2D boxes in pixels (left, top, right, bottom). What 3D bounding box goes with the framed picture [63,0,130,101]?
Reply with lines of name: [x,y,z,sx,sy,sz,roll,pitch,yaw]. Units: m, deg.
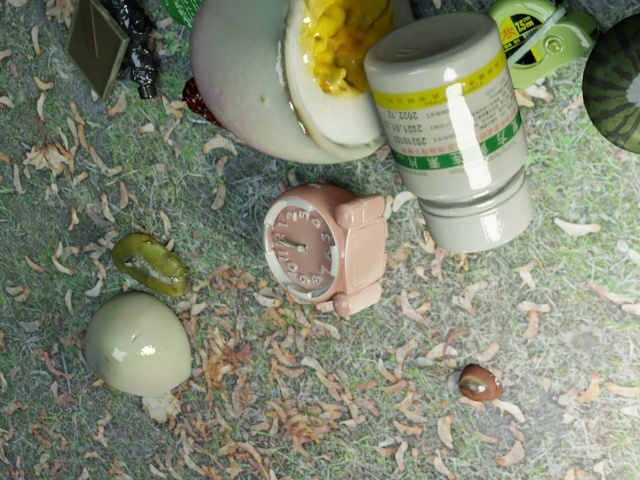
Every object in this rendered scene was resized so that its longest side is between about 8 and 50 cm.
framed picture: [-0.455,-0.393,1.904,0.150,0.015,0.203,50,143,9]

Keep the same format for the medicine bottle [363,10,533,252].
medicine bottle: [0.213,-0.165,1.483,0.208,0.208,0.340,-3,124,31]

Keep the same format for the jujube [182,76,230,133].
jujube: [-0.191,-0.265,1.788,0.166,0.104,0.104,28,120,21]

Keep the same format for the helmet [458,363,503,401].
helmet: [0.288,0.269,1.729,0.084,0.049,0.065,31,119,18]

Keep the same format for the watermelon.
watermelon: [0.478,-0.225,1.345,0.212,0.212,0.212,11,112,27]

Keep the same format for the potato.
potato: [-0.362,0.053,2.012,0.188,0.085,0.105,34,123,10]

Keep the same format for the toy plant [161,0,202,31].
toy plant: [-0.247,-0.469,1.754,0.240,0.088,0.155,44,138,18]

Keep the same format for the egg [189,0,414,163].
egg: [-0.066,-0.307,1.556,0.340,0.354,0.355,9,112,41]

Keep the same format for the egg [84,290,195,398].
egg: [-0.428,0.230,2.066,0.271,0.162,0.206,17,117,23]

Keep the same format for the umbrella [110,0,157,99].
umbrella: [-0.358,-0.390,1.863,0.071,0.080,0.224,-12,108,-3]

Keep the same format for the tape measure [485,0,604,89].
tape measure: [0.328,-0.318,1.470,0.177,0.087,0.154,-31,99,39]

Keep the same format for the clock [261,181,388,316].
clock: [0.000,0.000,1.759,0.241,0.142,0.227,15,114,36]
